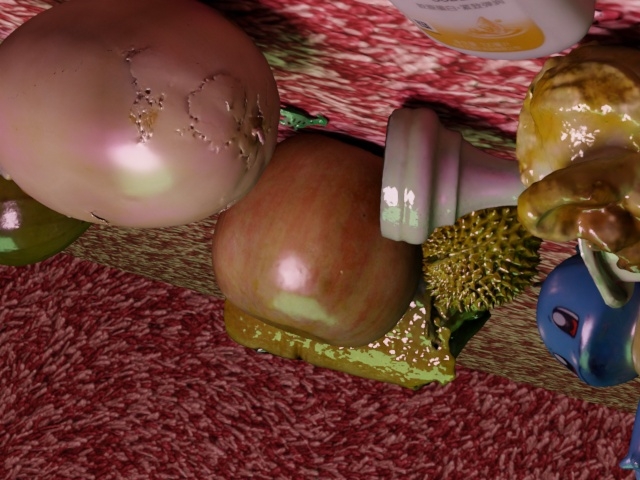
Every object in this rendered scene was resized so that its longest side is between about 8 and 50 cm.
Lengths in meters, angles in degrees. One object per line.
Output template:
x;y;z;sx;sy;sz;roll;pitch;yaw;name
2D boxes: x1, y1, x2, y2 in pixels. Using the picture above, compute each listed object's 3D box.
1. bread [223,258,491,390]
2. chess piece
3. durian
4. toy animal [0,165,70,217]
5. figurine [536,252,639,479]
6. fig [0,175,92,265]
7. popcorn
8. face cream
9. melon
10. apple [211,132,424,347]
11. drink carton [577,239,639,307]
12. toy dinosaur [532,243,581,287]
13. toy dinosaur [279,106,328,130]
0.039;0.068;1.743;0.376;0.251;0.208;14;-169;17;bread
0.198;-0.058;1.264;0.271;0.139;0.139;4;168;7;chess piece
0.187;0.005;1.446;0.146;0.159;0.198;-5;160;18;durian
-0.333;-0.133;1.597;0.208;0.154;0.325;23;162;11;toy animal
0.428;0.104;1.303;0.416;0.243;0.298;0;130;14;figurine
-0.462;-0.058;2.088;0.225;0.203;0.203;0;171;-7;fig
0.229;-0.059;0.975;0.198;0.212;0.198;21;139;20;popcorn
0.065;-0.202;0.802;0.144;0.071;0.291;10;167;35;face cream
-0.179;-0.123;1.186;0.317;0.223;0.223;11;168;37;melon
0.000;0.000;1.521;0.257;0.234;0.257;15;172;2;apple
0.321;-0.023;1.127;0.142;0.144;0.146;-3;137;33;drink carton
0.355;0.019;1.504;0.147;0.076;0.363;25;165;7;toy dinosaur
-0.028;-0.140;1.422;0.062;0.021;0.083;5;169;23;toy dinosaur
